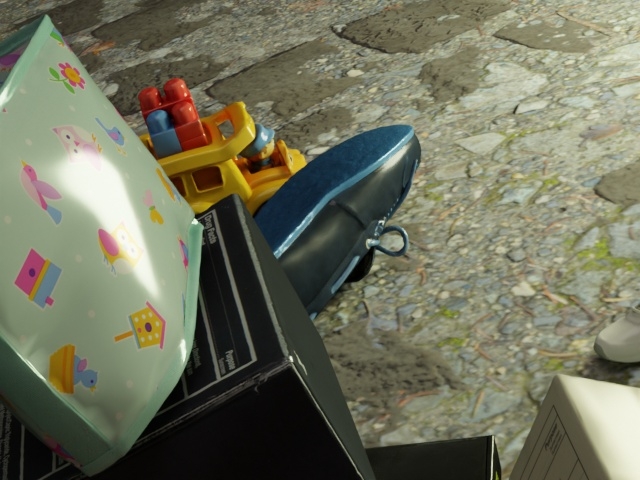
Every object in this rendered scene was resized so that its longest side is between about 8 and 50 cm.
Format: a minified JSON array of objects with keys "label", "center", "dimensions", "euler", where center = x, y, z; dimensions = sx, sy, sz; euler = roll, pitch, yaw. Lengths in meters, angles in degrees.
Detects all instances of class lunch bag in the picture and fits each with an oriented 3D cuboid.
[{"label":"lunch bag","center":[-0.197,0.009,0.825],"dimensions":[0.160,0.223,0.262],"euler":[-27,28,17]}]

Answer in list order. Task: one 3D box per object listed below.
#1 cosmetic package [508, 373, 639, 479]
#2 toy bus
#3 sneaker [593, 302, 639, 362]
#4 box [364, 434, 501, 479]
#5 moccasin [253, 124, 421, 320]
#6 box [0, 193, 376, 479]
[{"label":"cosmetic package","center":[0.200,0.233,0.711],"dimensions":[0.113,0.160,0.309],"euler":[11,27,-12]},{"label":"toy bus","center":[-0.120,-0.089,1.411],"dimensions":[0.220,0.211,0.149],"euler":[-17,27,-5]},{"label":"sneaker","center":[0.307,0.058,1.098],"dimensions":[0.152,0.061,0.054],"euler":[-25,32,-15]},{"label":"box","center":[0.041,0.230,0.935],"dimensions":[0.191,0.045,0.184],"euler":[-8,32,15]},{"label":"moccasin","center":[0.000,0.000,1.302],"dimensions":[0.138,0.117,0.342],"euler":[-1,34,48]},{"label":"box","center":[-0.133,0.152,0.960],"dimensions":[0.294,0.182,0.296],"euler":[-29,27,3]}]
